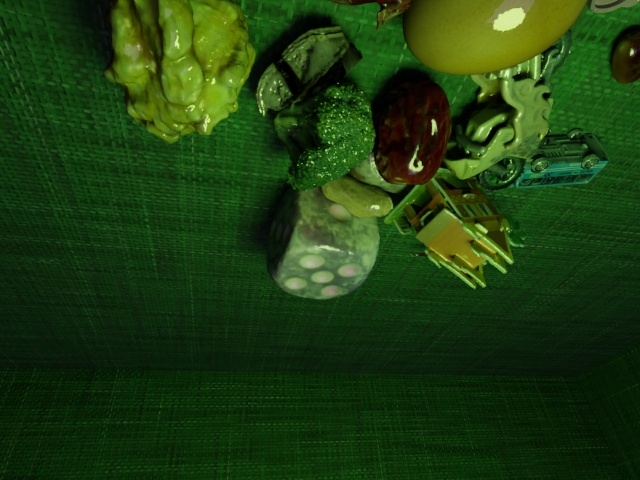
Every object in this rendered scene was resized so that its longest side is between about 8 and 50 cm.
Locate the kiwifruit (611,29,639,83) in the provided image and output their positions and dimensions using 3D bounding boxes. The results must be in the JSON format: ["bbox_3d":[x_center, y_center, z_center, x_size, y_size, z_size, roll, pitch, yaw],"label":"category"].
[{"bbox_3d":[0.713,-0.420,0.927,0.075,0.075,0.124,-21,136,20],"label":"kiwifruit"}]

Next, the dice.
[{"bbox_3d":[0.000,0.000,1.218,0.269,0.270,0.271,14,138,-21],"label":"dice"}]

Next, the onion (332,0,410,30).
[{"bbox_3d":[0.049,-0.492,0.557,0.353,0.354,0.354,-3,142,-2],"label":"onion"}]

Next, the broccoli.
[{"bbox_3d":[0.010,-0.251,0.966,0.241,0.262,0.269,28,154,23],"label":"broccoli"}]

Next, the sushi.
[{"bbox_3d":[-0.059,-0.374,0.888,0.272,0.134,0.109,-9,124,38],"label":"sushi"}]

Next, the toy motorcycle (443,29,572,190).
[{"bbox_3d":[0.429,-0.300,0.963,0.236,0.169,0.411,-6,128,-15],"label":"toy motorcycle"}]

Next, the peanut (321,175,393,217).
[{"bbox_3d":[0.096,-0.123,1.111,0.213,0.100,0.100,29,135,-3],"label":"peanut"}]

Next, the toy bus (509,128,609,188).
[{"bbox_3d":[0.651,-0.222,1.136,0.246,0.114,0.134,-5,148,-2],"label":"toy bus"}]

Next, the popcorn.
[{"bbox_3d":[-0.253,-0.347,0.753,0.274,0.279,0.335,47,132,3],"label":"popcorn"}]

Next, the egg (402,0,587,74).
[{"bbox_3d":[0.306,-0.435,0.724,0.322,0.250,0.250,-14,142,27],"label":"egg"}]

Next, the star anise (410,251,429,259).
[{"bbox_3d":[0.420,0.048,1.444,0.140,0.144,0.159,6,119,38],"label":"star anise"}]

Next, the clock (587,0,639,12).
[{"bbox_3d":[0.595,-0.535,0.786,0.109,0.050,0.153,-3,142,-2],"label":"clock"}]

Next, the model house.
[{"bbox_3d":[0.422,-0.018,1.153,0.357,0.313,0.242,-6,151,-39],"label":"model house"}]

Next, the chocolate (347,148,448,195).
[{"bbox_3d":[0.230,-0.201,1.138,0.302,0.101,0.185,10,136,-23],"label":"chocolate"}]

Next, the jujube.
[{"bbox_3d":[0.220,-0.256,0.962,0.183,0.183,0.244,0,102,-6],"label":"jujube"}]
